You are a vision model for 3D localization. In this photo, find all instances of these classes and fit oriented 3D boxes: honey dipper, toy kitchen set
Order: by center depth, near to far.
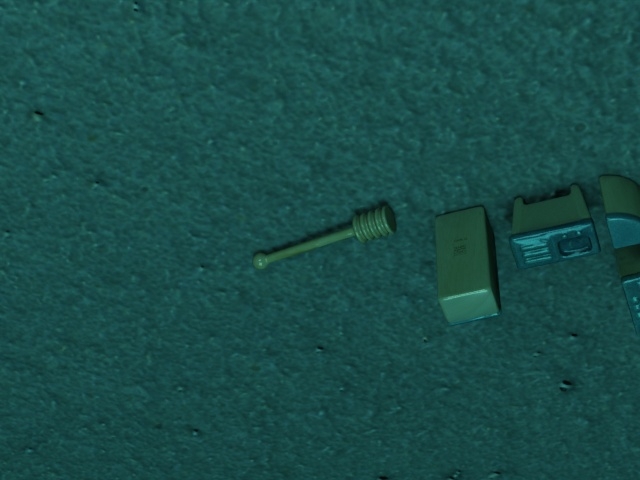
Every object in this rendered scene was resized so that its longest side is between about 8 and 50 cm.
[{"bbox_3d":[0.236,0.050,1.194,0.207,0.122,0.166,-13,130,16],"label":"toy kitchen set"},{"bbox_3d":[0.000,0.000,1.233,0.160,0.030,0.030,-16,129,23],"label":"honey dipper"}]
